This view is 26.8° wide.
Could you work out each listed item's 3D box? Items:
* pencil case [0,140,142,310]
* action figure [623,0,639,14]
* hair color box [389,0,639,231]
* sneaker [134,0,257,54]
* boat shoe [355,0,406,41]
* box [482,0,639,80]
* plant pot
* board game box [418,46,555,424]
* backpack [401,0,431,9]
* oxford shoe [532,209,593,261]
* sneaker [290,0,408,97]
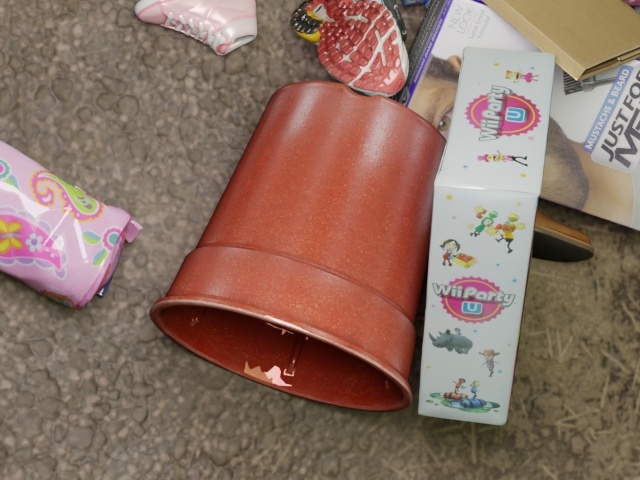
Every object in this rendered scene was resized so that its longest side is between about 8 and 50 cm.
[{"bbox_3d":[-0.325,-0.041,1.347,0.284,0.124,0.124,30,78,-9],"label":"pencil case"},{"bbox_3d":[0.459,-0.329,1.501,0.370,0.248,0.276,23,78,-13],"label":"action figure"},{"bbox_3d":[0.258,-0.145,1.461,0.338,0.110,0.185,18,116,-10],"label":"hair color box"},{"bbox_3d":[-0.130,-0.234,1.447,0.134,0.051,0.070,-8,80,-19],"label":"sneaker"},{"bbox_3d":[0.059,-0.282,1.505,0.040,0.049,0.142,-16,89,-34],"label":"boat shoe"},{"bbox_3d":[0.240,-0.249,1.389,0.164,0.021,0.201,-25,62,-42],"label":"box"},{"bbox_3d":[0.000,0.000,1.358,0.272,0.272,0.265,23,71,-10],"label":"plant pot"},{"bbox_3d":[0.164,-0.002,1.325,0.097,0.303,0.224,7,42,9],"label":"board game box"},{"bbox_3d":[0.141,-0.295,1.493,0.114,0.105,0.084,-17,87,-12],"label":"backpack"},{"bbox_3d":[0.215,-0.035,1.500,0.212,0.076,0.076,22,66,-11],"label":"oxford shoe"},{"bbox_3d":[0.048,-0.203,1.408,0.088,0.225,0.092,-44,120,9],"label":"sneaker"}]
